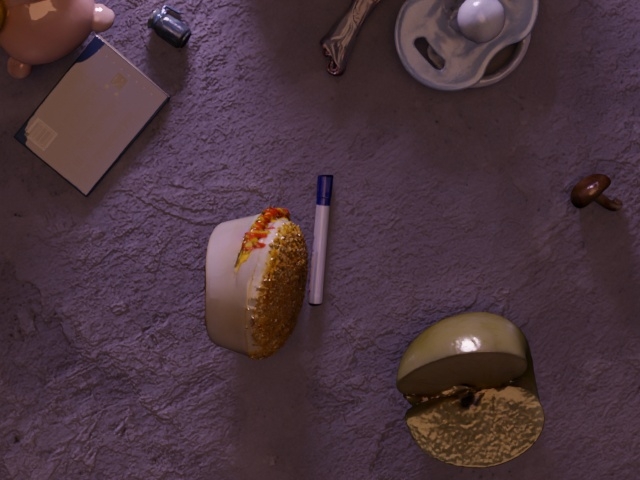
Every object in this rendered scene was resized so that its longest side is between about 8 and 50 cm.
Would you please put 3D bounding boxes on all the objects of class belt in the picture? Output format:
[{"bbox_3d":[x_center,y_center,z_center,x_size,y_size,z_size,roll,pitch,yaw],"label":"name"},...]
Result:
[{"bbox_3d":[0.065,-0.434,1.903,0.071,0.053,0.232,27,97,-11],"label":"belt"}]

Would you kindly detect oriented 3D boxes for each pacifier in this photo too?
[{"bbox_3d":[0.292,-0.404,1.815,0.299,0.233,0.244,-44,98,7],"label":"pacifier"}]

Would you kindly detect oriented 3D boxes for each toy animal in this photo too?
[{"bbox_3d":[-0.513,-0.479,1.832,0.345,0.277,0.247,-40,124,16],"label":"toy animal"}]

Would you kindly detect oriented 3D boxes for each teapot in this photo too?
[{"bbox_3d":[-0.293,-0.422,1.907,0.083,0.049,0.063,35,97,-4],"label":"teapot"}]

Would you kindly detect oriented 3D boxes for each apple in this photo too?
[{"bbox_3d":[0.293,0.278,1.907,0.258,0.233,0.295,-15,108,16],"label":"apple"}]

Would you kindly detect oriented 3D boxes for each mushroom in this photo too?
[{"bbox_3d":[0.551,-0.093,1.940,0.130,0.072,0.088,16,124,-40],"label":"mushroom"}]

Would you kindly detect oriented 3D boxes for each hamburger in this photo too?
[{"bbox_3d":[-0.115,0.084,1.863,0.179,0.276,0.294,4,102,11],"label":"hamburger"}]

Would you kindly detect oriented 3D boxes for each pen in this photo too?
[{"bbox_3d":[-0.001,0.000,1.971,0.033,0.033,0.268,5,98,0],"label":"pen"}]

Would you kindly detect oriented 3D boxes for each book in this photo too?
[{"bbox_3d":[-0.458,-0.248,1.945,0.191,0.025,0.269,40,96,-6],"label":"book"}]
